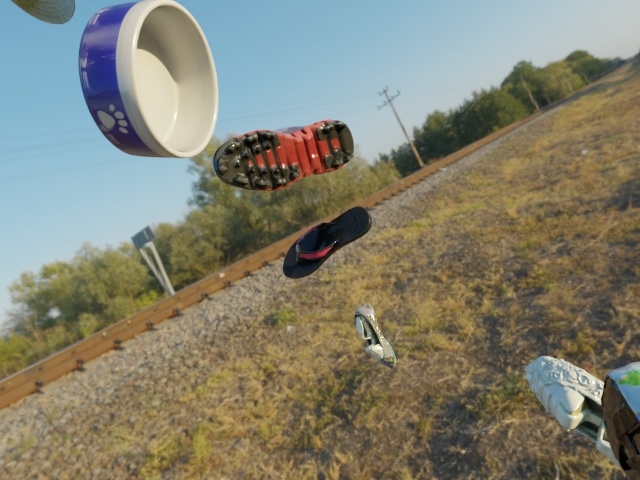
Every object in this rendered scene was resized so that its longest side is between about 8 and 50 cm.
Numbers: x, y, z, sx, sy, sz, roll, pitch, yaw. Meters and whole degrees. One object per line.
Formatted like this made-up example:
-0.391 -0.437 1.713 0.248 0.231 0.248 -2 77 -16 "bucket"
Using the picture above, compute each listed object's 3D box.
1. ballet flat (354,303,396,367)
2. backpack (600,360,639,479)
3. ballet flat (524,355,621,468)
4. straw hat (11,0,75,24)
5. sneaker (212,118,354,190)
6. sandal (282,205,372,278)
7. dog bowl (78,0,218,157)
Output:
0.084 0.162 0.740 0.041 0.114 0.041 -24 -3 -1 "ballet flat"
0.516 0.282 0.608 0.273 0.356 0.289 -34 39 33 "backpack"
0.628 0.405 1.011 0.147 0.146 0.409 -26 37 -27 "ballet flat"
-0.276 -0.292 0.435 0.145 0.144 0.061 -18 37 53 "straw hat"
-0.073 -0.142 0.773 0.276 0.097 0.135 -23 16 -40 "sneaker"
0.000 0.000 0.728 0.179 0.067 0.040 -35 -29 24 "sandal"
-0.292 -0.281 0.809 0.105 0.264 0.265 3 12 15 "dog bowl"
